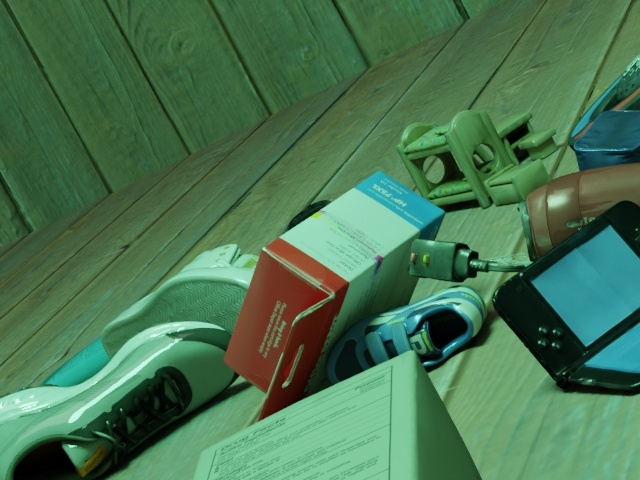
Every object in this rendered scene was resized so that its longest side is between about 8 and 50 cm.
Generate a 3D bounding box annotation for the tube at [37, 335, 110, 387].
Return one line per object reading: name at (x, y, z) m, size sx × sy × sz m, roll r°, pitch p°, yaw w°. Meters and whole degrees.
tube at (-0.267, 0.145, 2.040) m, size 0.207 × 0.052 × 0.080 m, roll -30°, pitch 4°, yaw 21°

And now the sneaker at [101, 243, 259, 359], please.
sneaker at (-0.101, 0.052, 1.875) m, size 0.292 × 0.108 × 0.169 m, roll -18°, pitch 18°, yaw 50°

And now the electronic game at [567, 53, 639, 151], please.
electronic game at (0.345, -0.174, 1.820) m, size 0.229 × 0.048 × 0.229 m, roll -43°, pitch 4°, yaw 4°

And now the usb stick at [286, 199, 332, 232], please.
usb stick at (0.000, 0.000, 2.033) m, size 0.077 × 0.045 × 0.278 m, roll -35°, pitch 10°, yaw 2°

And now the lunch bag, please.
lunch bag at (0.277, -0.074, 1.598) m, size 0.067 × 0.065 × 0.098 m, roll 4°, pitch 30°, yaw 33°

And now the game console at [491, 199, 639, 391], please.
game console at (0.214, 0.034, 1.209) m, size 0.144 × 0.124 × 0.085 m, roll -33°, pitch -15°, yaw -24°

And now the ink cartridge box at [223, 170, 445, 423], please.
ink cartridge box at (0.001, 0.048, 1.494) m, size 0.231 × 0.078 × 0.134 m, roll -34°, pitch -29°, yaw -49°

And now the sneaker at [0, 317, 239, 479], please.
sneaker at (-0.190, 0.166, 1.644) m, size 0.272 × 0.100 × 0.108 m, roll -26°, pitch 34°, yaw -3°

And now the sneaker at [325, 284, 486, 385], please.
sneaker at (0.068, 0.082, 1.434) m, size 0.144 × 0.053 × 0.059 m, roll -28°, pitch 12°, yaw 8°

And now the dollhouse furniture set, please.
dollhouse furniture set at (0.202, -0.116, 1.899) m, size 0.161 × 0.101 × 0.182 m, roll -34°, pitch 12°, yaw -27°

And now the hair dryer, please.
hair dryer at (0.232, -0.031, 1.436) m, size 0.224 × 0.080 × 0.293 m, roll -23°, pitch 13°, yaw -42°

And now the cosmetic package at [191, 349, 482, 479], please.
cosmetic package at (0.007, 0.181, 0.954) m, size 0.160 × 0.113 × 0.309 m, roll -27°, pitch 10°, yaw 10°
